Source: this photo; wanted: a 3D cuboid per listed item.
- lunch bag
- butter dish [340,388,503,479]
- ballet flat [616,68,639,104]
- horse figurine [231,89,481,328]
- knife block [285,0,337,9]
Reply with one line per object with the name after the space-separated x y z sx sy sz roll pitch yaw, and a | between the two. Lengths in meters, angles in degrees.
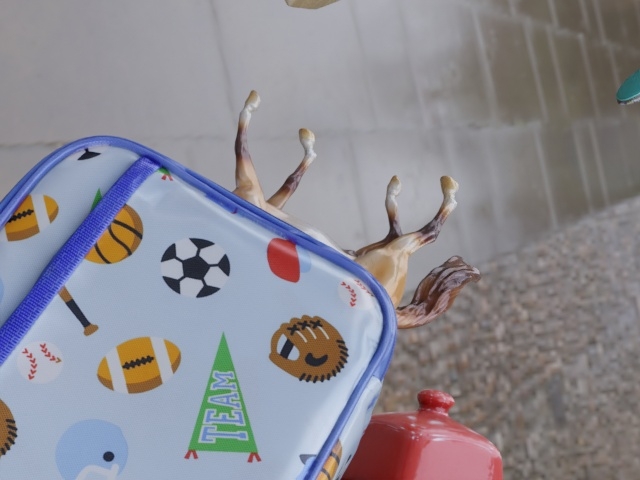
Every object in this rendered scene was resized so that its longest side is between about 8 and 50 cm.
-0.119 0.102 0.680 0.303 0.243 0.115 -55 172 -30 | lunch bag
0.094 0.195 1.226 0.160 0.160 0.118 17 82 -29 | butter dish
0.383 -0.187 1.514 0.041 0.114 0.041 43 -2 2 | ballet flat
0.000 0.000 1.036 0.066 0.263 0.175 119 -5 -65 | horse figurine
0.091 -0.245 0.647 0.242 0.275 0.088 95 -30 -72 | knife block
